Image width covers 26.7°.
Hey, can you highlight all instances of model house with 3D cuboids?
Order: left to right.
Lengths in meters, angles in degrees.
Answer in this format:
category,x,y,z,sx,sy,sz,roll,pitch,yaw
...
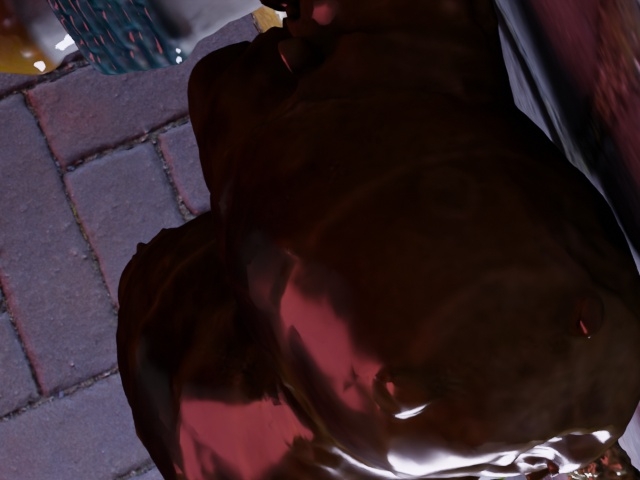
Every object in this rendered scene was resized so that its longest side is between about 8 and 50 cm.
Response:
category,x,y,z,sx,sy,sz,roll,pitch,yaw
model house,-0.116,-0.215,0.825,0.190,0.301,0.271,56,-173,-32

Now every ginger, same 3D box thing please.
category,x,y,z,sx,sy,sz,roll,pitch,yaw
ginger,-0.005,0.007,0.613,0.357,0.152,0.274,-46,59,57

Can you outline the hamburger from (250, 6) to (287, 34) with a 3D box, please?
category,x,y,z,sx,sy,sz,roll,pitch,yaw
hamburger,0.002,-0.238,1.391,0.131,0.124,0.262,42,170,44

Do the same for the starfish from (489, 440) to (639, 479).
category,x,y,z,sx,sy,sz,roll,pitch,yaw
starfish,0.177,0.206,0.662,0.358,0.078,0.347,95,156,-73

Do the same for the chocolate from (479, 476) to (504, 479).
category,x,y,z,sx,sy,sz,roll,pitch,yaw
chocolate,0.082,0.019,1.047,0.301,0.137,0.289,64,-178,-60
